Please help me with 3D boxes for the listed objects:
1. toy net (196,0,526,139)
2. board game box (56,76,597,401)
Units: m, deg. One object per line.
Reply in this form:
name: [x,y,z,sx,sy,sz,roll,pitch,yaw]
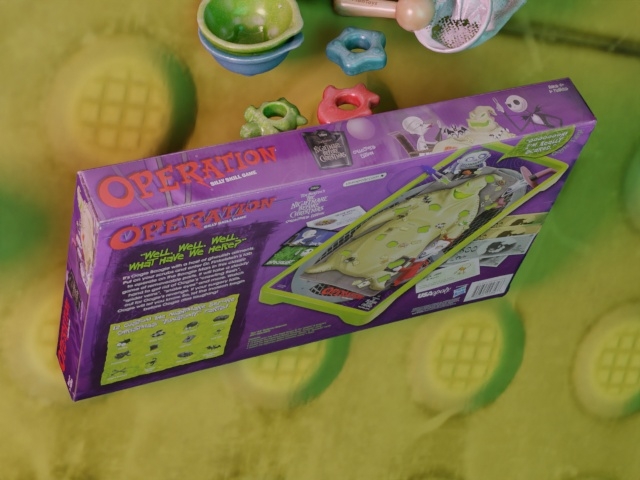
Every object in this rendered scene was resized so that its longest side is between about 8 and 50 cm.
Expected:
toy net: [0.040,-0.139,0.994,0.232,0.122,0.045,-18,140,-15]
board game box: [0.000,0.000,1.009,0.346,0.056,0.208,-12,152,-23]
